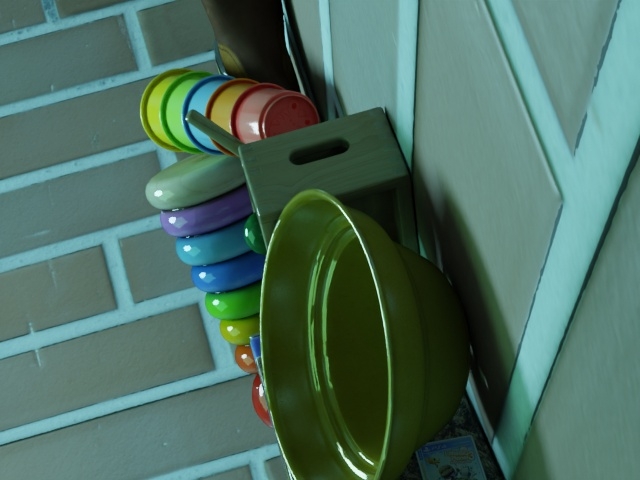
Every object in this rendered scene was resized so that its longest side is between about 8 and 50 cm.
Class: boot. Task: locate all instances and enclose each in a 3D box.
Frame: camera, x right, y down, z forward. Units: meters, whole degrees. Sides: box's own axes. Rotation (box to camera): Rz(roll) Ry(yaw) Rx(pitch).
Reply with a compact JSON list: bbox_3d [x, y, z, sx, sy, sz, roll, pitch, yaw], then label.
[{"bbox_3d":[-0.050,-0.157,1.526,0.264,0.096,0.280,97,154,-61],"label":"boot"}]

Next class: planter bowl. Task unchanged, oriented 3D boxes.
[{"bbox_3d":[0.039,0.072,0.956,0.217,0.090,0.217,176,90,-68],"label":"planter bowl"}]

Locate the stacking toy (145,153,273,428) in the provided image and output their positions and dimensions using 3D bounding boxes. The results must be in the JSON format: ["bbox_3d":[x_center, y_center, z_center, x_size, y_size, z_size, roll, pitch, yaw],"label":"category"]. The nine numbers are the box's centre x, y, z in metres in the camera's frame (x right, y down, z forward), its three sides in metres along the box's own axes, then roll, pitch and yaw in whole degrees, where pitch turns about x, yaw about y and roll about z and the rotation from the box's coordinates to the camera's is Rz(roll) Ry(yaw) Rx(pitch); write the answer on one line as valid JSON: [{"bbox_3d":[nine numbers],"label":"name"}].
[{"bbox_3d":[-0.071,0.060,1.595,0.141,0.141,0.330,-122,9,-76],"label":"stacking toy"}]

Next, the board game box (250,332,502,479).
[{"bbox_3d":[0.061,0.226,1.084,0.291,0.141,0.232,-110,6,-50],"label":"board game box"}]

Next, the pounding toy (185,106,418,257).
[{"bbox_3d":[-0.012,-0.037,1.059,0.130,0.141,0.100,79,174,-51],"label":"pounding toy"}]

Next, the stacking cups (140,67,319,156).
[{"bbox_3d":[-0.097,-0.121,1.467,0.316,0.096,0.096,23,130,65],"label":"stacking cups"}]

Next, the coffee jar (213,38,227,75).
[{"bbox_3d":[-0.105,-0.230,2.068,0.184,0.079,0.096,83,170,-64],"label":"coffee jar"}]
